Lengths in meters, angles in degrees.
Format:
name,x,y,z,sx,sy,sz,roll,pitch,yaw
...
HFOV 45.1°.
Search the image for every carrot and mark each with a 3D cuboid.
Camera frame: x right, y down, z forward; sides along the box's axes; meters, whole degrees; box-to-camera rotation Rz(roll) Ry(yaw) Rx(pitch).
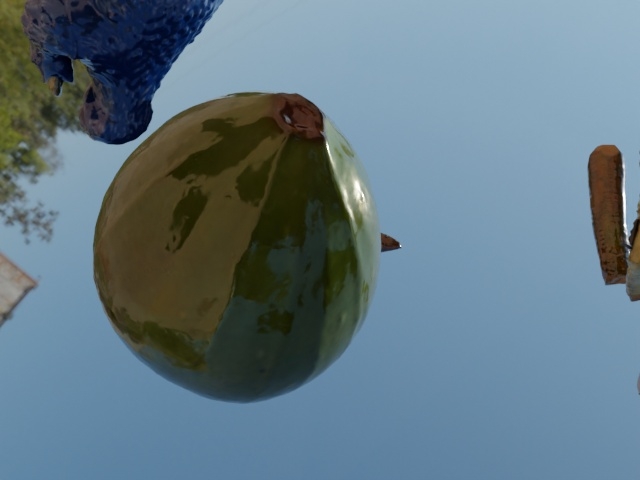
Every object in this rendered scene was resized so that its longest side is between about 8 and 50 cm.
name,x,y,z,sx,sy,sz,roll,pitch,yaw
carrot,0.317,-0.028,0.840,0.042,0.042,0.170,-20,-127,38

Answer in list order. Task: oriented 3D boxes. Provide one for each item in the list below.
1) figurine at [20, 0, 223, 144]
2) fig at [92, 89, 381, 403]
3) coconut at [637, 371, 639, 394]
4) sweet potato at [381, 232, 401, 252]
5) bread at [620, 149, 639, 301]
name,x,y,z,sx,sy,sz,roll,pitch,yaw
figurine,-0.134,-0.172,0.566,0.164,0.121,0.262,-51,167,-36
fig,-0.072,-0.008,0.765,0.316,0.316,0.316,-33,-152,20
coconut,0.662,0.277,1.475,0.110,0.124,0.110,-49,-164,19
sweet potato,-0.001,0.001,1.202,0.265,0.057,0.057,2,-134,24
bread,0.313,-0.029,0.696,0.127,0.147,0.152,-26,-122,13
